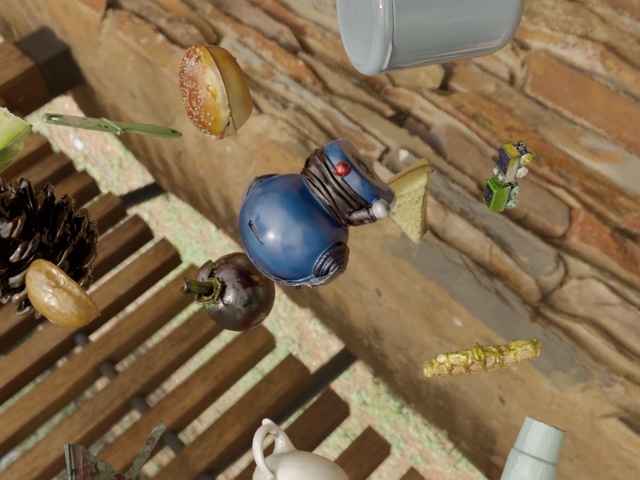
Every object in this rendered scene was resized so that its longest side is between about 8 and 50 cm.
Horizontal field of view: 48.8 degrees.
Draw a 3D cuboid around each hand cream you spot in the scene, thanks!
[{"bbox_3d":[0.213,0.372,0.823,0.085,0.331,0.058,26,170,-33],"label":"hand cream"}]

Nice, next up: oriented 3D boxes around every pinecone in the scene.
[{"bbox_3d":[-0.486,0.002,1.165,0.272,0.224,0.224,41,166,-33],"label":"pinecone"}]

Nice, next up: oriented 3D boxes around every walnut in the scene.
[{"bbox_3d":[-0.364,0.081,0.971,0.121,0.052,0.091,35,145,5],"label":"walnut"}]

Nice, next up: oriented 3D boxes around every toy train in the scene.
[{"bbox_3d":[0.432,-0.146,1.641,0.202,0.081,0.060,91,160,-48],"label":"toy train"}]

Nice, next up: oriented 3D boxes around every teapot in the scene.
[{"bbox_3d":[-0.043,0.492,1.462,0.204,0.139,0.298,-12,136,29],"label":"teapot"}]

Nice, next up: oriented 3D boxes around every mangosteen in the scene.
[{"bbox_3d":[-0.270,0.151,2.028,0.231,0.289,0.232,5,97,46],"label":"mangosteen"}]

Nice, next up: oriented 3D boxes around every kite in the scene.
[{"bbox_3d":[-0.414,0.518,1.485,0.011,0.314,0.335,-11,133,43],"label":"kite"}]

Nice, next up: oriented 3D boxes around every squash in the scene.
[{"bbox_3d":[-0.663,-0.159,1.225,0.236,0.204,0.155,24,-169,23],"label":"squash"}]

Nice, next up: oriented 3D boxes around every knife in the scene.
[{"bbox_3d":[-0.260,-0.145,0.909,0.030,0.207,0.014,47,119,31],"label":"knife"}]

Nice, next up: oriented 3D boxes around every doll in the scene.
[{"bbox_3d":[-0.025,-0.052,1.452,0.284,0.310,0.240,55,-163,22],"label":"doll"}]

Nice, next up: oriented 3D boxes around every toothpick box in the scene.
[{"bbox_3d":[0.231,-0.462,1.336,0.263,0.354,0.263,168,90,-75],"label":"toothpick box"}]

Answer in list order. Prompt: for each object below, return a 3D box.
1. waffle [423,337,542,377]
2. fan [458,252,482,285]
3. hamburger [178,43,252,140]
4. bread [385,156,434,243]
[{"bbox_3d":[0.359,0.267,1.588,0.249,0.253,0.056,-27,65,43],"label":"waffle"},{"bbox_3d":[0.312,0.061,1.479,0.085,0.005,0.133,55,-167,10],"label":"fan"},{"bbox_3d":[-0.250,-0.350,1.653,0.237,0.147,0.237,53,162,26],"label":"hamburger"},{"bbox_3d":[0.217,-0.107,1.691,0.141,0.178,0.266,19,-164,2],"label":"bread"}]
